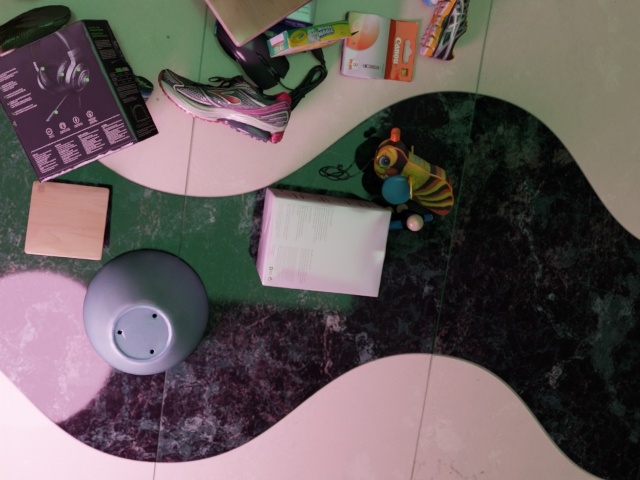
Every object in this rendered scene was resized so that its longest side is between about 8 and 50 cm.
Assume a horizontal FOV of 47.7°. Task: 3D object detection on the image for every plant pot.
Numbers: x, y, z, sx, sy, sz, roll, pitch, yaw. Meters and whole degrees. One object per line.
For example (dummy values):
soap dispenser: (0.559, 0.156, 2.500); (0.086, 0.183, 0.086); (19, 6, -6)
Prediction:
plant pot: (-0.395, 0.181, 1.622); (0.290, 0.195, 0.290); (-2, 100, -10)

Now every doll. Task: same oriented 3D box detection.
doll: (0.197, -0.048, 1.693); (0.129, 0.189, 0.046); (-13, 102, -9)

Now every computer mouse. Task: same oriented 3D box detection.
computer mouse: (-0.096, -0.420, 1.621); (0.184, 0.060, 0.262); (-38, 114, 0)

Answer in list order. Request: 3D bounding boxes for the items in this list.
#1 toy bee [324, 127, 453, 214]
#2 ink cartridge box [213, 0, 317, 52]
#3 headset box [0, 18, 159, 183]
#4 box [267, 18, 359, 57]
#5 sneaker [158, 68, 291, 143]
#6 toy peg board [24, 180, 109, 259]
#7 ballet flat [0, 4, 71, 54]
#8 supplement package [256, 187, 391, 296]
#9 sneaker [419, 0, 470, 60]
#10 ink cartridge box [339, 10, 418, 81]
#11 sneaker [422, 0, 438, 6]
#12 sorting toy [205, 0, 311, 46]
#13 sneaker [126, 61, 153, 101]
toy bee: (0.184, -0.166, 1.663); (0.298, 0.195, 0.162); (5, 127, -21)
ink cartridge box: (-0.117, -0.553, 1.622); (0.223, 0.045, 0.224); (7, 99, -12)
headset box: (-0.522, -0.301, 1.516); (0.246, 0.131, 0.283); (-21, 103, 12)
box: (-0.014, -0.442, 1.578); (0.179, 0.105, 0.043); (-17, 100, -27)
sneaker: (-0.210, -0.318, 1.600); (0.299, 0.121, 0.112); (17, 112, -15)
toy peg board: (-0.563, -0.041, 1.625); (0.161, 0.079, 0.161); (6, 83, -12)
ballet flat: (-0.645, -0.434, 1.540); (0.250, 0.084, 0.058); (-24, 135, -6)
supplement package: (0.000, 0.000, 1.660); (0.262, 0.198, 0.199); (7, 98, -10)
sneaker: (0.310, -0.522, 1.693); (0.083, 0.084, 0.215); (21, 104, -16)
ink cartridge box: (0.140, -0.449, 1.689); (0.179, 0.045, 0.145); (4, 99, -9)
sneaker: (0.281, -0.653, 1.658); (0.092, 0.087, 0.229); (5, 101, -13)
sorting toy: (-0.146, -0.574, 1.529); (0.255, 0.089, 0.257); (-36, 95, -11)
sneaker: (-0.432, -0.350, 1.596); (0.135, 0.058, 0.052); (42, 47, 6)
